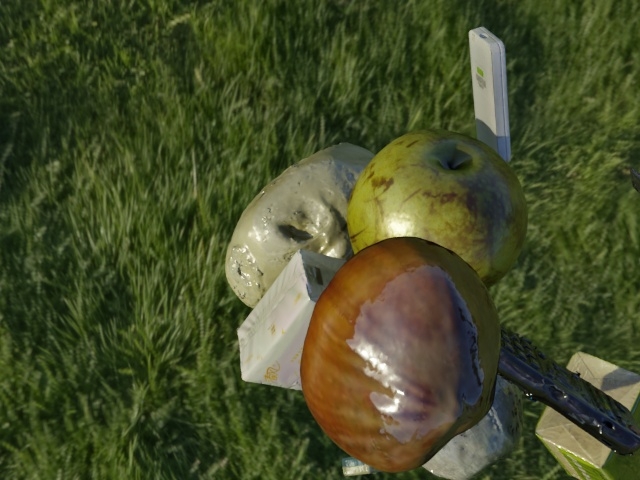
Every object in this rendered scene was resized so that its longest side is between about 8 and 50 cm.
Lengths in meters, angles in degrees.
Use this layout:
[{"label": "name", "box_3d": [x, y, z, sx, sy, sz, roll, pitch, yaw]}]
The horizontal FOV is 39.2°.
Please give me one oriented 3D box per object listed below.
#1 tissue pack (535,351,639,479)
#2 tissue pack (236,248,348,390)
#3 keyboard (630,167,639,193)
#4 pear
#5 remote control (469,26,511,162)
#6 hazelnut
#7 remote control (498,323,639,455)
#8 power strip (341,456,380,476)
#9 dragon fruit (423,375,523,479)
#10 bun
[{"label": "tissue pack", "box_3d": [0.573, 0.382, 1.823, 0.167, 0.275, 0.200, 23, 74, 38]}, {"label": "tissue pack", "box_3d": [-0.004, 0.142, 1.478, 0.184, 0.225, 0.124, 16, 40, -27]}, {"label": "keyboard", "box_3d": [0.498, -0.045, 1.294, 0.010, 0.053, 0.155, -34, 53, 3]}, {"label": "pear", "box_3d": [0.176, -0.028, 1.369, 0.283, 0.283, 0.284, 2, 80, -11]}, {"label": "remote control", "box_3d": [0.315, -0.266, 1.670, 0.034, 0.103, 0.250, -18, 125, -7]}, {"label": "hazelnut", "box_3d": [0.084, 0.105, 0.826, 0.210, 0.186, 0.210, -2, 86, 30]}, {"label": "remote control", "box_3d": [0.382, 0.240, 1.549, 0.398, 0.144, 0.062, 33, 109, -8]}, {"label": "power strip", "box_3d": [0.094, 0.365, 1.478, 0.123, 0.056, 0.032, 7, 70, -49]}, {"label": "dragon fruit", "box_3d": [0.310, 0.361, 1.868, 0.283, 0.204, 0.221, -32, 69, -20]}, {"label": "bun", "box_3d": [0.000, 0.000, 1.649, 0.362, 0.326, 0.234, -42, 76, 4]}]
